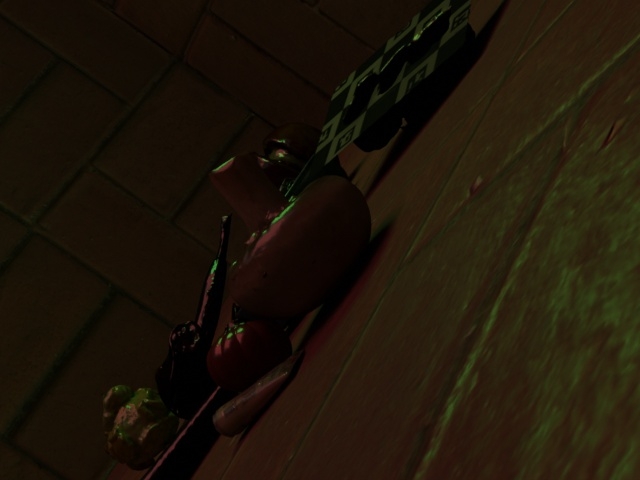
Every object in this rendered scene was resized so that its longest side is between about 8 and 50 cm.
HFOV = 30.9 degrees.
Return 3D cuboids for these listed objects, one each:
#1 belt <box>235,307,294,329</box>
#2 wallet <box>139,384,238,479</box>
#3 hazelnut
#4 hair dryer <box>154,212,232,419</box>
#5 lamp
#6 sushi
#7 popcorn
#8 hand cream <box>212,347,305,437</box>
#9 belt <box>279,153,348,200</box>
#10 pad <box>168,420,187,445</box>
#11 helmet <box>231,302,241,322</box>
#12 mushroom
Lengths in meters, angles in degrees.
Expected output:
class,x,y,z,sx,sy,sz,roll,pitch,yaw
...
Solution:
class,x,y,z,sx,sy,sz,roll,pitch,yaw
belt,-0.040,0.051,1.659,0.190,0.082,0.141,-56,2,-6
wallet,-0.221,0.335,1.662,0.321,0.044,0.170,-52,-6,-10
hazelnut,-0.052,-0.119,2.462,0.251,0.217,0.217,-65,5,-2
hair dryer,-0.183,0.095,1.823,0.303,0.120,0.359,91,-173,-62
lamp,-0.087,0.141,1.416,0.107,0.092,0.107,-24,-14,-6
sushi,0.155,-0.253,1.915,0.373,0.100,0.296,-39,22,34
popcorn,-0.305,0.321,1.981,0.135,0.162,0.141,-16,11,-27
hand cream,-0.070,0.181,1.360,0.143,0.039,0.061,-42,3,27
belt,-0.044,-0.048,2.229,0.267,0.116,0.206,-59,1,-16
pad,-0.221,0.312,2.019,0.174,0.022,0.233,-52,4,36
helmet,-0.112,0.142,1.880,0.111,0.057,0.089,125,137,-77
mushroom,-0.051,-0.018,1.430,0.207,0.215,0.207,-42,-1,-1
